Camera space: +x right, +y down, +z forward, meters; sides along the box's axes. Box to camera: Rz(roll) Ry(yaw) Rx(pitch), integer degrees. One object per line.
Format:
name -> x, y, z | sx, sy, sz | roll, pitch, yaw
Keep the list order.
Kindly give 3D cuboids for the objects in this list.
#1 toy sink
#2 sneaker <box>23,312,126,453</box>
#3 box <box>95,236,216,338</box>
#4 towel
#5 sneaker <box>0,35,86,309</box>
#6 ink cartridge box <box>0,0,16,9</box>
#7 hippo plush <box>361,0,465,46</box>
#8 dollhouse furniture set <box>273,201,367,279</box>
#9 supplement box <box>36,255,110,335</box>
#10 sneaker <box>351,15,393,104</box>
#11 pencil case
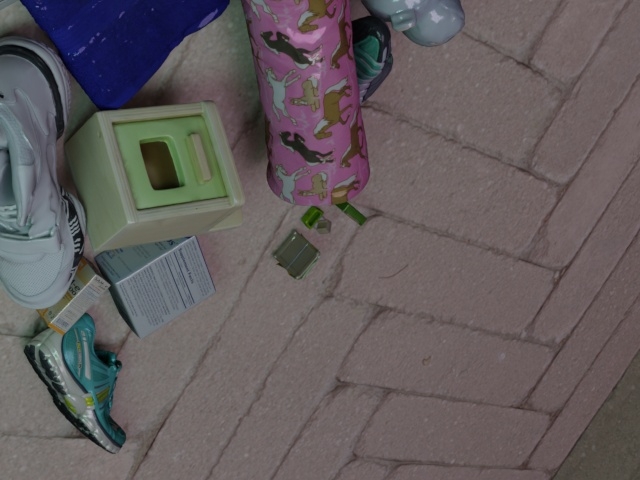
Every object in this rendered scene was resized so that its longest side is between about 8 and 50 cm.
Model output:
toy sink -> -0.191, -0.090, 1.536 | 0.234, 0.153, 0.131 | -9, 167, -36
sneaker -> -0.336, 0.218, 1.735 | 0.110, 0.107, 0.275 | -40, 141, -24
box -> -0.239, 0.050, 1.704 | 0.137, 0.072, 0.126 | -32, 137, -17
towel -> -0.258, -0.328, 1.392 | 0.227, 0.076, 0.308 | -45, 141, -12
sneaker -> -0.376, -0.040, 1.388 | 0.137, 0.210, 0.366 | 8, 121, 5
ink cartridge box -> -0.421, -0.225, 1.116 | 0.261, 0.296, 0.066 | -24, 97, 12
hippo plush -> 0.179, -0.378, 1.608 | 0.237, 0.234, 0.294 | -53, 140, 6
dollhouse furniture set -> 0.000, 0.000, 1.875 | 0.152, 0.076, 0.058 | -50, 139, 1
supplement box -> -0.349, 0.074, 1.633 | 0.098, 0.062, 0.036 | -47, 139, -2
sneaker -> 0.070, -0.271, 1.686 | 0.098, 0.083, 0.224 | -42, 173, -24
pencil case -> -0.024, -0.229, 1.594 | 0.160, 0.167, 0.386 | -55, 149, -38
